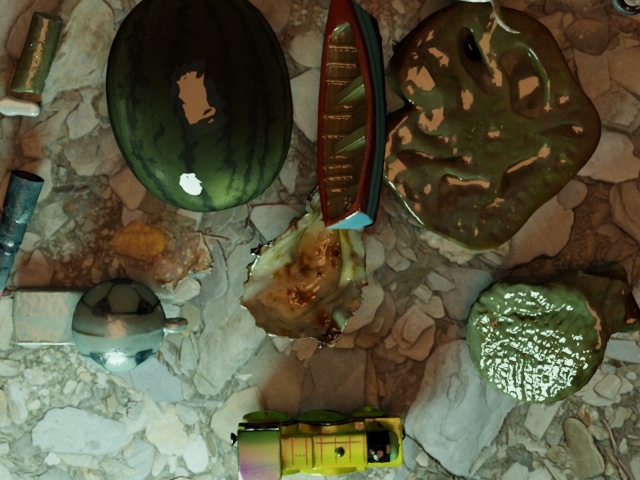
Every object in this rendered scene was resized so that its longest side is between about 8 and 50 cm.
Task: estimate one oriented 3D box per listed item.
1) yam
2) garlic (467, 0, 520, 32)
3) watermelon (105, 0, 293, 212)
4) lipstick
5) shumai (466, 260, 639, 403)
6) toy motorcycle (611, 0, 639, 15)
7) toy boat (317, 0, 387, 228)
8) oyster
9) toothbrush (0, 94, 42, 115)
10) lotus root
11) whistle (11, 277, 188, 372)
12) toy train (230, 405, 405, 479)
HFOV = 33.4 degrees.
[{"bbox_3d":[-0.443,-0.292,1.671,0.054,0.054,0.132,18,99,-7],"label":"yam"},{"bbox_3d":[0.227,-0.422,1.616,0.266,0.128,0.148,32,101,27],"label":"garlic"},{"bbox_3d":[-0.180,-0.221,1.584,0.278,0.279,0.359,-7,98,-2],"label":"watermelon"},{"bbox_3d":[-0.504,0.004,1.726,0.053,0.053,0.234,18,101,-6],"label":"lipstick"},{"bbox_3d":[0.388,0.141,1.777,0.271,0.203,0.222,-7,102,34],"label":"shumai"},{"bbox_3d":[0.492,-0.478,1.677,0.151,0.074,0.229,-24,100,-1],"label":"toy motorcycle"},{"bbox_3d":[0.050,-0.204,1.625,0.079,0.136,0.392,16,64,-32],"label":"toy boat"},{"bbox_3d":[-0.008,-0.003,1.711,0.197,0.133,0.337,17,94,-10],"label":"oyster"},{"bbox_3d":[-0.649,-0.231,1.677,0.417,0.040,0.042,6,103,-4],"label":"toothbrush"},{"bbox_3d":[0.263,-0.180,1.696,0.374,0.111,0.391,0,98,-16],"label":"lotus root"},{"bbox_3d":[-0.357,0.135,1.707,0.289,0.163,0.164,0,101,-4],"label":"whistle"},{"bbox_3d":[-0.002,0.337,1.766,0.296,0.160,0.101,-2,95,-3],"label":"toy train"}]
